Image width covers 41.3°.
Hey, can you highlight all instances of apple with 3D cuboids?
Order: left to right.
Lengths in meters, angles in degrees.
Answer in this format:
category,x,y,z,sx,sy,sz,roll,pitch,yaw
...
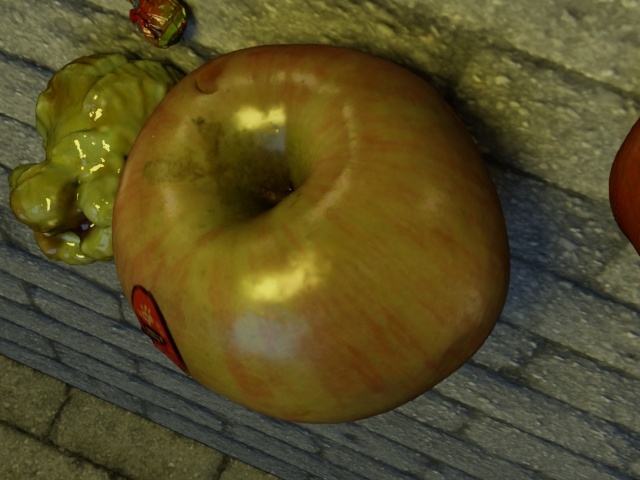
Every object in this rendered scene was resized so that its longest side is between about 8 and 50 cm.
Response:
category,x,y,z,sx,sy,sz,roll,pitch,yaw
apple,0.000,0.000,0.880,0.391,0.392,0.346,10,161,26

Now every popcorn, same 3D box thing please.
category,x,y,z,sx,sy,sz,roll,pitch,yaw
popcorn,-0.256,-0.089,1.046,0.225,0.277,0.276,2,143,27

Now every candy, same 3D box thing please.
category,x,y,z,sx,sy,sz,roll,pitch,yaw
candy,-0.227,-0.288,0.921,0.201,0.060,0.060,41,148,-9

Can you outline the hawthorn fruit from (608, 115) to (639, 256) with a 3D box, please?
category,x,y,z,sx,sy,sz,roll,pitch,yaw
hawthorn fruit,0.350,-0.069,0.709,0.196,0.196,0.226,16,122,17
